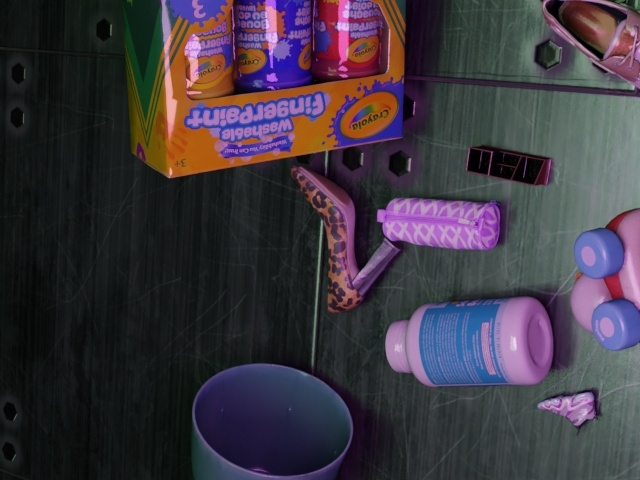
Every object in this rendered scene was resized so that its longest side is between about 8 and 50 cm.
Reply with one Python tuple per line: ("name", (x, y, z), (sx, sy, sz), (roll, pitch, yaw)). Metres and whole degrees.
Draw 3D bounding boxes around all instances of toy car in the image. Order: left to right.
("toy car", (0.455, 0.067, 1.719), (0.238, 0.219, 0.210), (-19, 84, 62))

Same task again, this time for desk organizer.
("desk organizer", (0.310, -0.124, 1.850), (0.130, 0.050, 0.047), (15, 103, 32))

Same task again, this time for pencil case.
("pencil case", (0.207, -0.029, 1.908), (0.206, 0.088, 0.086), (4, 95, 34))

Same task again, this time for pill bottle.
("pill bottle", (0.244, 0.173, 1.870), (0.264, 0.146, 0.146), (-6, 92, 34))

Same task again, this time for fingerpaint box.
("fingerpaint box", (-0.081, -0.326, 1.802), (0.163, 0.445, 0.371), (31, 126, 53))

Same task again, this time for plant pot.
("plant pot", (-0.106, 0.411, 2.058), (0.293, 0.293, 0.235), (32, 127, 27))

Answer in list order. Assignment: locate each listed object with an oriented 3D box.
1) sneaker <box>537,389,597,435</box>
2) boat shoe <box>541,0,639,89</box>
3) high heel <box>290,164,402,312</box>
("sneaker", (0.409, 0.289, 1.838), (0.098, 0.038, 0.069), (-16, 86, 34))
("boat shoe", (0.467, -0.294, 1.693), (0.302, 0.103, 0.113), (31, 112, 27))
("high heel", (0.000, 0.000, 2.042), (0.261, 0.093, 0.186), (43, 111, 12))
